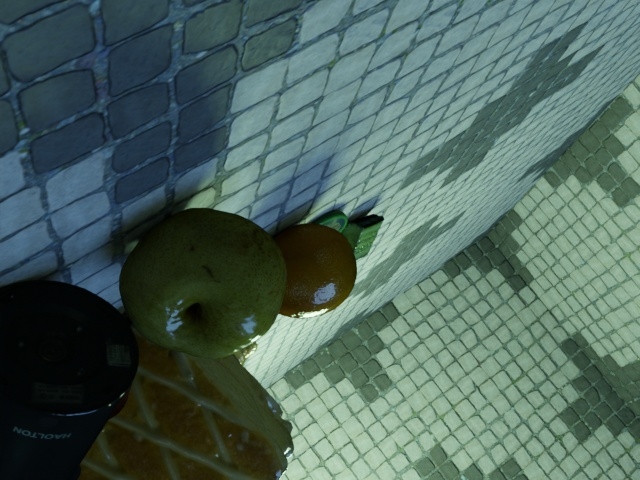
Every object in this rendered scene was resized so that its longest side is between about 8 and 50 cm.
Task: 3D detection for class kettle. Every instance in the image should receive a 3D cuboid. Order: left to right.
[{"bbox_3d":[-0.404,0.230,1.027,0.262,0.203,0.308,-15,147,-47],"label":"kettle"}]

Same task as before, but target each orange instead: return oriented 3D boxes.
[{"bbox_3d":[-0.030,0.062,1.589,0.206,0.206,0.206,-35,168,-9],"label":"orange"}]

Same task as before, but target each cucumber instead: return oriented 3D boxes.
[{"bbox_3d":[0.091,-0.012,1.931,0.115,0.062,0.116,-20,142,-52],"label":"cucumber"}]

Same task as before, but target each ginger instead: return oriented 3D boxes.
[{"bbox_3d":[-0.280,0.373,2.314,0.118,0.065,0.299,-21,162,-42],"label":"ginger"}]

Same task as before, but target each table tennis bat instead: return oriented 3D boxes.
[{"bbox_3d":[0.000,0.000,1.799,0.160,0.039,0.257,-36,165,3],"label":"table tennis bat"}]

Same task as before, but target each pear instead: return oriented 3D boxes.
[{"bbox_3d":[-0.164,0.053,1.141,0.211,0.229,0.188,-87,-163,-58],"label":"pear"}]

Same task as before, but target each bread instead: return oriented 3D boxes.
[{"bbox_3d":[-0.288,0.357,1.456,0.371,0.390,0.279,-44,-175,2],"label":"bread"}]

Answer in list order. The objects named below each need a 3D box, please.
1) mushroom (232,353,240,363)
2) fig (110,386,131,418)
[{"bbox_3d":[-0.314,0.341,1.886,0.278,0.146,0.278,-27,163,-9],"label":"mushroom"},{"bbox_3d":[-0.408,0.214,1.244,0.231,0.160,0.143,-8,178,-10],"label":"fig"}]
